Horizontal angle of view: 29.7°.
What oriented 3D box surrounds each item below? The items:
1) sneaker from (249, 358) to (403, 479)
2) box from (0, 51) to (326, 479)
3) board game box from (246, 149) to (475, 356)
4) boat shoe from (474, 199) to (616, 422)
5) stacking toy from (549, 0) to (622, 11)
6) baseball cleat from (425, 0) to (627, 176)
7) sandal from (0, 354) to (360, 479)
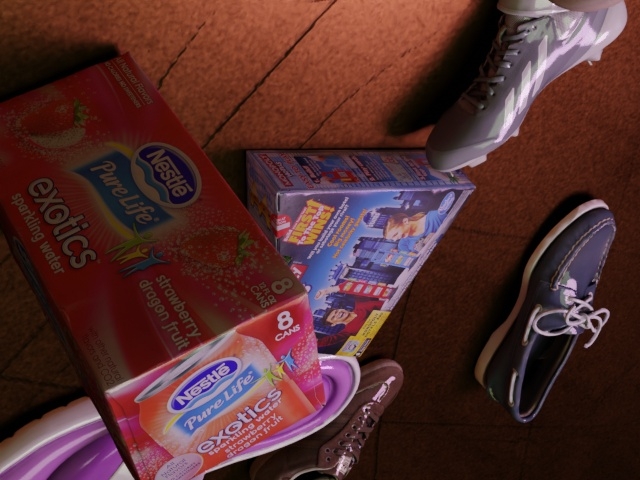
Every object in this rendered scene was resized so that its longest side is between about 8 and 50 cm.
[{"bbox_3d":[0.019,0.199,1.187,0.188,0.071,0.066,-42,141,5],"label":"sneaker"},{"bbox_3d":[-0.115,0.013,0.760,0.128,0.257,0.123,-25,141,-15],"label":"box"},{"bbox_3d":[0.000,0.000,0.993,0.194,0.060,0.194,12,119,-42],"label":"board game box"},{"bbox_3d":[0.239,0.076,1.233,0.095,0.079,0.254,3,125,-39],"label":"boat shoe"},{"bbox_3d":[0.079,-0.251,0.776,0.330,0.141,0.141,9,122,-34],"label":"stacking toy"},{"bbox_3d":[0.150,-0.149,0.973,0.206,0.072,0.109,-43,127,-2],"label":"baseball cleat"},{"bbox_3d":[-0.141,0.196,1.038,0.416,0.102,0.169,-26,139,-15],"label":"sandal"}]
